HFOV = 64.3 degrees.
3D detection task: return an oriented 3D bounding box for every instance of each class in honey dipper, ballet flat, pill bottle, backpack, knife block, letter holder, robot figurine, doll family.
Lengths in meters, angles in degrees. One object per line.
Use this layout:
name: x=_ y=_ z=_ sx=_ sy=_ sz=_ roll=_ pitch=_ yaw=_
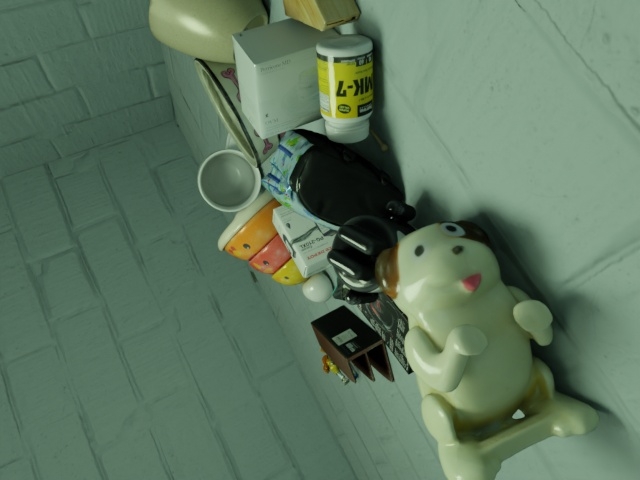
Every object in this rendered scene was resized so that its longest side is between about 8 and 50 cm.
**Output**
honey dipper: x=0.111 y=-0.272 z=1.203 sx=0.160 sy=0.030 sz=0.030 roll=56 pitch=160 yaw=21
ballet flat: x=0.089 y=0.148 z=1.767 sx=0.074 sy=0.074 sz=0.203 roll=56 pitch=154 yaw=29
pill bottle: x=0.056 y=-0.328 z=1.112 sx=0.119 sy=0.119 sz=0.208 roll=47 pitch=151 yaw=47
backpack: x=-0.006 y=-0.160 z=1.305 sx=0.273 sy=0.290 sz=0.355 roll=-54 pitch=35 yaw=21
knife block: x=-0.031 y=-0.600 z=1.084 sx=0.275 sy=0.088 sz=0.242 roll=48 pitch=156 yaw=47
letter holder: x=0.117 y=0.413 z=1.879 sx=0.302 sy=0.152 sz=0.214 roll=33 pitch=145 yaw=60
robot figurine: x=0.133 y=0.031 z=1.143 sx=0.209 sy=0.278 sz=0.173 roll=-30 pitch=70 yaw=30
doll family: x=0.069 y=0.513 z=2.160 sx=0.163 sy=0.118 sz=0.263 roll=44 pitch=152 yaw=28

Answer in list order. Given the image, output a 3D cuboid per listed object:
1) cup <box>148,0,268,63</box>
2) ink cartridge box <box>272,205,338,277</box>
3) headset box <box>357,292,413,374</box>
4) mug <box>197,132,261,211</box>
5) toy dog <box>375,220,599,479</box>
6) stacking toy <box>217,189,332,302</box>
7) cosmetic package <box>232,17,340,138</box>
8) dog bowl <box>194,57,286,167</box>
cup: x=-0.296 y=-0.659 z=1.495 sx=0.237 sy=0.331 sz=0.331 roll=37 pitch=159 yaw=2
ink cartridge box: x=-0.032 y=-0.020 z=1.704 sx=0.237 sy=0.172 sz=0.100 roll=60 pitch=162 yaw=19
headset box: x=0.202 y=0.175 z=1.375 sx=0.293 sy=0.110 sz=0.218 roll=52 pitch=157 yaw=38
mug: x=-0.427 y=-0.332 z=2.375 sx=0.328 sy=0.276 sz=0.373 roll=-148 pitch=68 yaw=-73
toy dog: x=0.276 y=0.159 z=0.963 sx=0.395 sy=0.285 sz=0.407 roll=-107 pitch=-3 yaw=-83
stacking toy: x=-0.128 y=0.055 z=1.994 sx=0.480 sy=0.350 sz=0.350 roll=45 pitch=162 yaw=-1
cosmetic package: x=-0.078 y=-0.403 z=1.251 sx=0.138 sy=0.224 sz=0.224 roll=56 pitch=160 yaw=32
dog bowl: x=-0.259 y=-0.459 z=1.736 sx=0.408 sy=0.150 sz=0.408 roll=57 pitch=172 yaw=13
